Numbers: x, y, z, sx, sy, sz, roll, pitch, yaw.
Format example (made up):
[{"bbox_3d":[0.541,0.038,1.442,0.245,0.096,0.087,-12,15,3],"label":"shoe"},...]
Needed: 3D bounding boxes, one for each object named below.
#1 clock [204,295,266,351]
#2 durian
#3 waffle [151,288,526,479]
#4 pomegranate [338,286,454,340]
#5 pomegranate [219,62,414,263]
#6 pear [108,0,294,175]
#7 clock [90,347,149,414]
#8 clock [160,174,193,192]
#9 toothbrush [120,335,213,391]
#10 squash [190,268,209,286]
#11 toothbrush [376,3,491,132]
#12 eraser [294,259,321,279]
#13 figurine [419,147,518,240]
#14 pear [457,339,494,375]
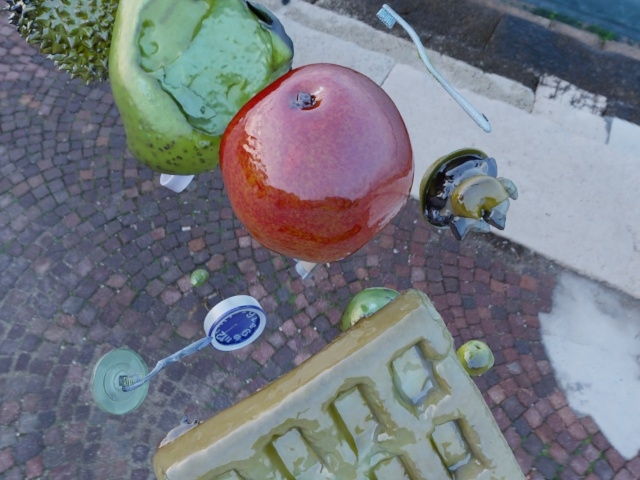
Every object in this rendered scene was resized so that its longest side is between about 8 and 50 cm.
[{"bbox_3d":[-0.324,0.316,1.690,0.230,0.230,0.083,-25,49,-16],"label":"clock"},{"bbox_3d":[-0.440,-0.437,0.821,0.258,0.258,0.293,-16,47,-11],"label":"durian"},{"bbox_3d":[0.038,0.258,0.478,0.348,0.077,0.304,-31,99,-6],"label":"waffle"},{"bbox_3d":[0.174,0.258,1.124,0.231,0.231,0.286,-39,58,-21],"label":"pomegranate"},{"bbox_3d":[-0.001,-0.077,0.529,0.220,0.257,0.221,1,72,-2],"label":"pomegranate"},{"bbox_3d":[-0.196,-0.229,0.601,0.238,0.164,0.255,38,90,-16],"label":"pear"},{"bbox_3d":[-0.728,0.514,1.620,0.029,0.235,0.235,-16,58,25],"label":"clock"},{"bbox_3d":[-0.542,-0.287,1.720,0.068,0.196,0.197,29,54,-35],"label":"clock"},{"bbox_3d":[-0.439,0.354,1.324,0.035,0.413,0.042,0,95,18],"label":"toothbrush"},{"bbox_3d":[-0.472,0.148,1.714,0.066,0.201,0.066,0,92,-7],"label":"squash"},{"bbox_3d":[0.184,-0.272,0.699,0.026,0.022,0.263,-43,87,23],"label":"toothbrush"},{"bbox_3d":[0.000,0.000,1.675,0.087,0.290,0.171,8,46,-38],"label":"eraser"},{"bbox_3d":[0.299,-0.102,0.922,0.192,0.257,0.167,-35,97,5],"label":"figurine"},{"bbox_3d":[0.601,0.467,1.729,0.141,0.141,0.104,33,27,14],"label":"pear"}]
